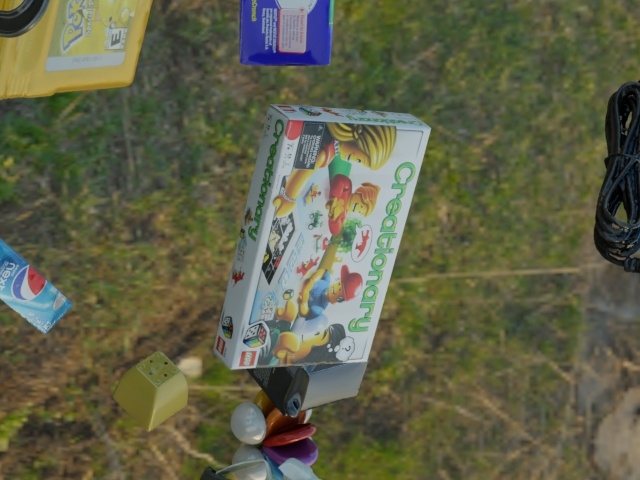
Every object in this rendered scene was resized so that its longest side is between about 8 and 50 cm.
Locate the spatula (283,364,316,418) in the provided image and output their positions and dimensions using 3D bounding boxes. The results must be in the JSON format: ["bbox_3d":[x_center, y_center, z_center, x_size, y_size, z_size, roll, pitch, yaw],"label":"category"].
[{"bbox_3d":[-0.012,0.182,1.877,0.084,0.030,0.296,57,24,-12],"label":"spatula"}]

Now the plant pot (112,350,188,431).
[{"bbox_3d":[-0.240,0.208,1.863,0.081,0.081,0.083,-34,158,-38],"label":"plant pot"}]

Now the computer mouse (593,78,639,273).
[{"bbox_3d":[0.323,-0.050,0.936,0.060,0.262,0.184,60,44,-53],"label":"computer mouse"}]

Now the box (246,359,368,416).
[{"bbox_3d":[-0.031,0.201,2.190,0.156,0.158,0.093,-11,131,-34],"label":"box"}]

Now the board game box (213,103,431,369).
[{"bbox_3d":[0.000,0.000,1.472,0.193,0.053,0.305,0,115,-33],"label":"board game box"}]

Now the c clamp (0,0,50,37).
[{"bbox_3d":[-0.278,-0.246,1.176,0.022,0.161,0.137,29,70,-54],"label":"c clamp"}]

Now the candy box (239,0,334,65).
[{"bbox_3d":[-0.038,-0.377,1.659,0.317,0.122,0.268,-95,-173,-73],"label":"candy box"}]

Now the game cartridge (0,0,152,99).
[{"bbox_3d":[-0.311,-0.327,1.665,0.324,0.053,0.285,-27,136,-66],"label":"game cartridge"}]

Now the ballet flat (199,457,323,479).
[{"bbox_3d":[-0.075,0.404,2.106,0.095,0.280,0.096,60,33,-63],"label":"ballet flat"}]

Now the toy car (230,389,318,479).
[{"bbox_3d":[-0.062,0.346,2.231,0.159,0.136,0.182,-17,115,-42],"label":"toy car"}]

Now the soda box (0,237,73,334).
[{"bbox_3d":[-0.461,0.057,1.931,0.067,0.071,0.210,-48,144,-8],"label":"soda box"}]
